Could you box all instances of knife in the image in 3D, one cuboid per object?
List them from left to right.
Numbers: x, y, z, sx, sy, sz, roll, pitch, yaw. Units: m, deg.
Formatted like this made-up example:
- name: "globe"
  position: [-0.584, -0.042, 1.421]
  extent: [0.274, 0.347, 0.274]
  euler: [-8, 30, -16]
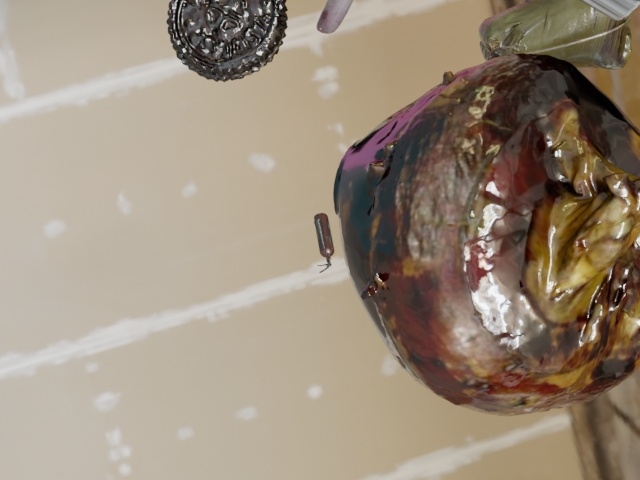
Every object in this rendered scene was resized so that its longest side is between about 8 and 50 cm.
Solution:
- name: "knife"
  position: [0.042, -0.460, 1.880]
  extent: [0.053, 0.123, 0.278]
  euler: [60, -37, 38]

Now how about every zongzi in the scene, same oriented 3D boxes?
- name: "zongzi"
  position: [0.436, -0.443, 1.999]
  extent: [0.145, 0.273, 0.300]
  euler: [-99, -173, -45]

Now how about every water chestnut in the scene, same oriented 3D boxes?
- name: "water chestnut"
  position: [0.194, -0.007, 0.998]
  extent: [0.347, 0.335, 0.335]
  euler: [-7, -80, 52]

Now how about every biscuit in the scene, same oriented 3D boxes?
- name: "biscuit"
  position: [-0.142, -0.336, 1.681]
  extent: [0.053, 0.194, 0.195]
  euler: [31, 41, -80]

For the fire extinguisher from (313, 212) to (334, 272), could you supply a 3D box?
- name: "fire extinguisher"
  position: [0.006, -0.002, 1.795]
  extent: [0.046, 0.032, 0.100]
  euler: [107, -24, -61]

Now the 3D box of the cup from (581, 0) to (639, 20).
- name: "cup"
  position: [0.419, -0.456, 1.642]
  extent: [0.221, 0.202, 0.167]
  euler: [-50, -170, 53]
